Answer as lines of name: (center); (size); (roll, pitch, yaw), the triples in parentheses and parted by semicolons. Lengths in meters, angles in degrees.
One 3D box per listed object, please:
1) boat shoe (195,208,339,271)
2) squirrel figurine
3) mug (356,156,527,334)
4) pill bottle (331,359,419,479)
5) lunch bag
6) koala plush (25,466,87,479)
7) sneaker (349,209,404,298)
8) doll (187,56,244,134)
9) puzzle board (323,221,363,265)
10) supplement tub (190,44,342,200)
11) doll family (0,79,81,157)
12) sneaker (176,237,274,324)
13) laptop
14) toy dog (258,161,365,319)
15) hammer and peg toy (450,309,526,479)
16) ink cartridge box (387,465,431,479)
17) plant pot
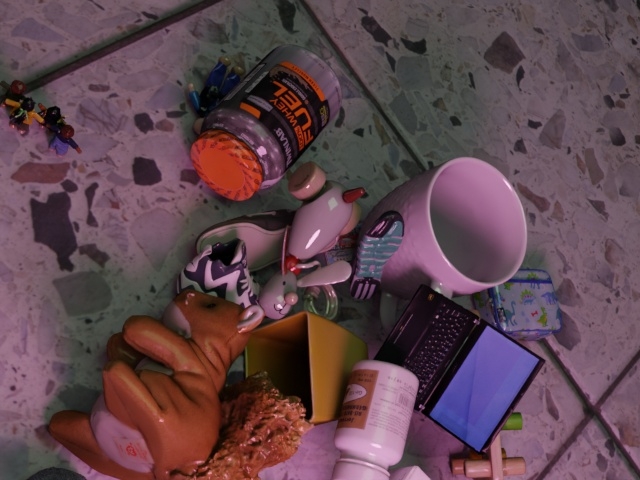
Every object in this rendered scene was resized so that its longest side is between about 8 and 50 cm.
boat shoe: (-0.121, -0.006, 1.967); (0.335, 0.095, 0.112); (-7, 110, -28)
squirrel figurine: (-0.217, 0.282, 1.693); (0.397, 0.281, 0.370); (39, 41, 0)
mug: (0.225, 0.039, 1.987); (0.276, 0.328, 0.374); (28, 63, -24)
pill bottle: (0.095, 0.348, 1.700); (0.131, 0.131, 0.229); (26, 63, -19)
lunch bag: (0.477, 0.152, 2.243); (0.218, 0.090, 0.176); (5, 66, -30)
koala plush: (-0.417, 0.465, 1.514); (0.196, 0.221, 0.204); (-2, 72, -30)
sneaker: (0.101, 0.012, 1.899); (0.083, 0.224, 0.098); (8, 36, -22)
doll: (-0.237, -0.314, 2.035); (0.129, 0.046, 0.189); (32, 64, -27)
puzzle board: (0.060, 0.009, 2.102); (0.128, 0.011, 0.097); (-8, 75, -32)
supplement tub: (-0.117, -0.252, 1.984); (0.207, 0.207, 0.338); (43, 56, -9)
doll family: (-0.542, -0.235, 1.786); (0.193, 0.111, 0.076); (28, 59, -18)
sneaker: (-0.155, 0.074, 1.852); (0.234, 0.153, 0.094); (24, 33, -17)
laptop: (0.259, 0.256, 1.812); (0.264, 0.136, 0.234); (30, 94, -29)
toy dog: (0.000, 0.000, 1.853); (0.220, 0.161, 0.334); (15, 75, -35)
hammer and peg toy: (0.345, 0.337, 1.983); (0.127, 0.266, 0.362); (-3, 77, -1)
ink cartridge box: (0.152, 0.553, 1.775); (0.207, 0.283, 0.117); (45, 59, -7)
plant pot: (-0.014, 0.276, 1.845); (0.187, 0.212, 0.212); (13, 65, -38)
